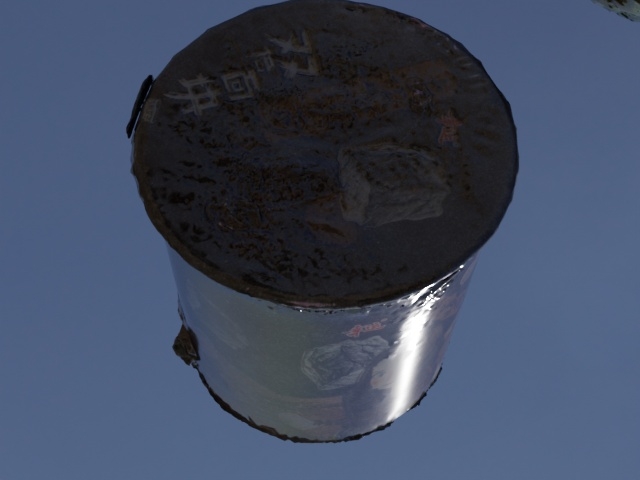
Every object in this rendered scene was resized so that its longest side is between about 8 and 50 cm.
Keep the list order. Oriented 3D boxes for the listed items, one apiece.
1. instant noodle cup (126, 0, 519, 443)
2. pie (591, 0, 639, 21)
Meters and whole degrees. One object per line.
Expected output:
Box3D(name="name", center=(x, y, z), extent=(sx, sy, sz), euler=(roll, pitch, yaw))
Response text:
Box3D(name="instant noodle cup", center=(0.000, 0.000, 1.052), extent=(0.217, 0.217, 0.207), euler=(51, -21, 26))
Box3D(name="pie", center=(0.229, -0.228, 1.038), extent=(0.240, 0.054, 0.240), euler=(-35, -140, 35))
